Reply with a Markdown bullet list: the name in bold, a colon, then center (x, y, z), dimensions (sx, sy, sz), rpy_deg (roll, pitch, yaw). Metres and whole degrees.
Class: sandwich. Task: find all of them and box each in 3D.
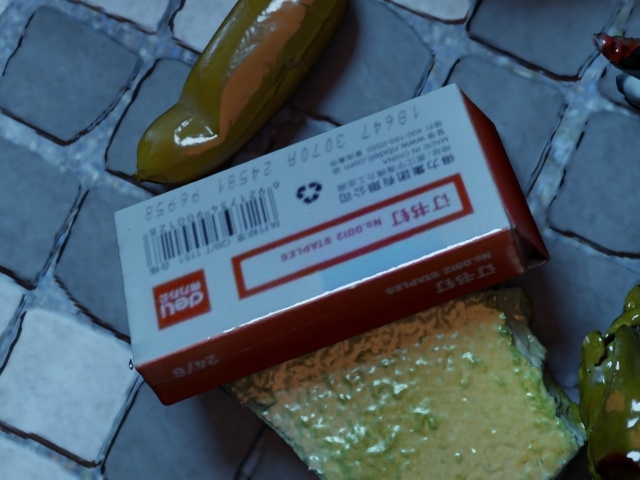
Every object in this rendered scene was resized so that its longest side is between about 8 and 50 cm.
- **sandwich**: center (0.054, 0.079, 0.850), dimensions (0.193, 0.058, 0.162), rpy_deg (42, 91, 11)

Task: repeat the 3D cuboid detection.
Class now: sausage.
- **sausage**: center (-0.042, -0.099, 0.874), dimensions (0.183, 0.054, 0.062), rpy_deg (-54, 46, 2)

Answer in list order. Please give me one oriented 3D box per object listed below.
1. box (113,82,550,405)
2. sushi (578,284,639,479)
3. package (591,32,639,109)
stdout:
- **box**: center (0.000, 0.000, 0.835), dimensions (0.229, 0.050, 0.123), rpy_deg (-21, 48, 6)
- **sushi**: center (0.224, 0.078, 0.737), dimensions (0.204, 0.200, 0.213), rpy_deg (3, 88, -7)
- **package**: center (0.280, -0.079, 0.767), dimensions (0.269, 0.194, 0.071), rpy_deg (3, 92, 19)
